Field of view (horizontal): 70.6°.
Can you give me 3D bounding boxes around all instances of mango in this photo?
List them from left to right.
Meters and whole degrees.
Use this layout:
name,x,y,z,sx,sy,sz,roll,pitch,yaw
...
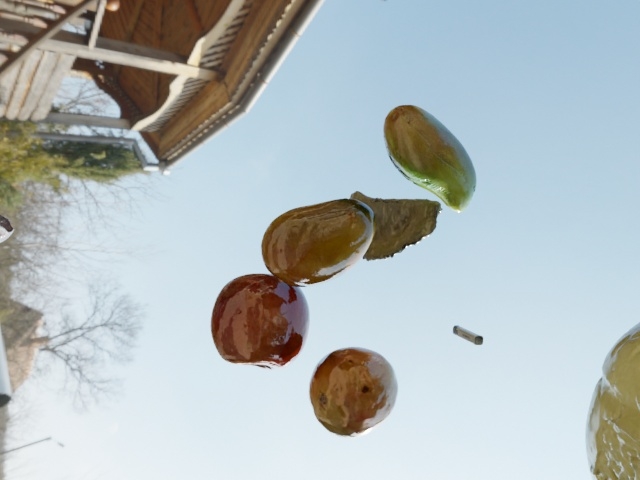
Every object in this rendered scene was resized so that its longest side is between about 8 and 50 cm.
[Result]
name,x,y,z,sx,sy,sz,roll,pitch,yaw
mango,-0.001,0.006,0.840,0.120,0.221,0.151,-126,-156,-68
mango,0.203,-0.151,0.840,0.232,0.125,0.111,55,-17,-1

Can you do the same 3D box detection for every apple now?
name,x,y,z,sx,sy,sz,roll,pitch,yaw
apple,-0.131,0.176,0.990,0.218,0.218,0.201,-18,-120,48

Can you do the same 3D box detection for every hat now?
name,x,y,z,sx,sy,sz,roll,pitch,yaw
hat,-0.465,-0.022,0.616,0.058,0.042,0.087,43,-10,8

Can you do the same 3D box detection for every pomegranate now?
name,x,y,z,sx,sy,sz,roll,pitch,yaw
pomegranate,0.071,0.313,0.942,0.191,0.191,0.191,8,-79,48

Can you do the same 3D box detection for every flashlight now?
name,x,y,z,sx,sy,sz,roll,pitch,yaw
flashlight,0.273,0.176,0.841,0.083,0.018,0.018,-169,-96,-79

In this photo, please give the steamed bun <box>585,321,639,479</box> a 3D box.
name,x,y,z,sx,sy,sz,roll,pitch,yaw
steamed bun,0.373,0.186,0.392,0.166,0.232,0.272,-129,-149,-68

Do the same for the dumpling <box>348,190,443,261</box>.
name,x,y,z,sx,sy,sz,roll,pitch,yaw
dumpling,0.162,-0.025,1.062,0.332,0.086,0.165,19,-84,60
